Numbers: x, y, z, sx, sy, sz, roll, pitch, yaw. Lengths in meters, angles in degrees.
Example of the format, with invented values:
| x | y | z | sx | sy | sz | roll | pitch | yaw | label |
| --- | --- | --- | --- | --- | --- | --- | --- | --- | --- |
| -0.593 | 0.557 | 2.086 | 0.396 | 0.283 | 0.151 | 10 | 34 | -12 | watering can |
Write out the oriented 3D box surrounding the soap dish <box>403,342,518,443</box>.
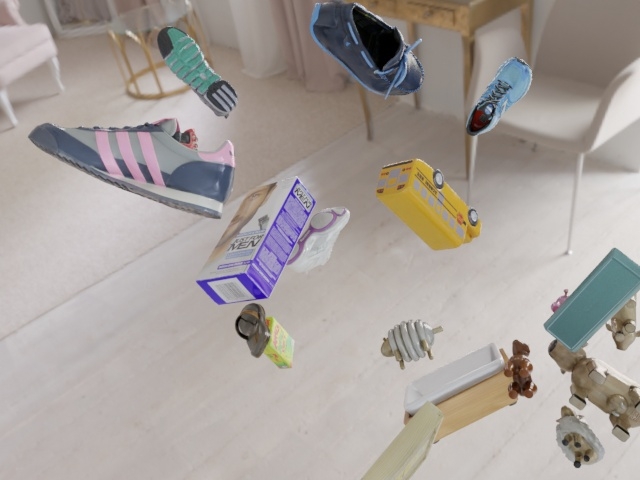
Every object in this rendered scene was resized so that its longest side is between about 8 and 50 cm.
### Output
| x | y | z | sx | sy | sz | roll | pitch | yaw | label |
| --- | --- | --- | --- | --- | --- | --- | --- | --- | --- |
| 0.353 | 0.381 | 1.540 | 0.290 | 0.118 | 0.229 | -30 | -3 | 10 | soap dish |

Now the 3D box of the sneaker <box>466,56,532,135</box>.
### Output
| x | y | z | sx | sy | sz | roll | pitch | yaw | label |
| --- | --- | --- | --- | --- | --- | --- | --- | --- | --- |
| 0.307 | -0.241 | 1.068 | 0.063 | 0.162 | 0.073 | 36 | 44 | 10 | sneaker |

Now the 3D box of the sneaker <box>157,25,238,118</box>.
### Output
| x | y | z | sx | sy | sz | roll | pitch | yaw | label |
| --- | --- | --- | --- | --- | --- | --- | --- | --- | --- |
| -0.277 | -0.357 | 1.340 | 0.083 | 0.224 | 0.098 | -42 | 6 | -18 | sneaker |

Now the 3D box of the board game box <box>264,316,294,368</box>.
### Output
| x | y | z | sx | sy | sz | roll | pitch | yaw | label |
| --- | --- | --- | --- | --- | --- | --- | --- | --- | --- |
| -0.133 | 0.311 | 1.850 | 0.043 | 0.181 | 0.092 | -6 | 56 | 18 | board game box |

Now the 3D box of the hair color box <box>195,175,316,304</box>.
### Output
| x | y | z | sx | sy | sz | roll | pitch | yaw | label |
| --- | --- | --- | --- | --- | --- | --- | --- | --- | --- |
| -0.161 | -0.002 | 1.585 | 0.185 | 0.110 | 0.339 | -11 | 39 | 37 | hair color box |

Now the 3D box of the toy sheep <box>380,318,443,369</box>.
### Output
| x | y | z | sx | sy | sz | roll | pitch | yaw | label |
| --- | --- | --- | --- | --- | --- | --- | --- | --- | --- |
| 0.180 | 0.198 | 1.207 | 0.132 | 0.091 | 0.091 | -19 | 37 | 9 | toy sheep |

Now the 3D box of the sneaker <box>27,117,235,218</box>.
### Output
| x | y | z | sx | sy | sz | roll | pitch | yaw | label |
| --- | --- | --- | --- | --- | --- | --- | --- | --- | --- |
| -0.284 | -0.141 | 0.957 | 0.318 | 0.112 | 0.131 | 20 | 84 | -3 | sneaker |

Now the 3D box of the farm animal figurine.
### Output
| x | y | z | sx | sy | sz | roll | pitch | yaw | label |
| --- | --- | --- | --- | --- | --- | --- | --- | --- | --- |
| 0.562 | 0.253 | 1.258 | 0.330 | 0.327 | 0.172 | -42 | -11 | 25 | farm animal figurine |

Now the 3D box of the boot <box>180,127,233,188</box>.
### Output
| x | y | z | sx | sy | sz | roll | pitch | yaw | label |
| --- | --- | --- | --- | --- | --- | --- | --- | --- | --- |
| -0.373 | -0.249 | 1.913 | 0.244 | 0.176 | 0.088 | 19 | -2 | -15 | boot |

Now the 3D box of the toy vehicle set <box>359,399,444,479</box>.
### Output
| x | y | z | sx | sy | sz | roll | pitch | yaw | label |
| --- | --- | --- | --- | --- | --- | --- | --- | --- | --- |
| 0.131 | 0.384 | 1.039 | 0.035 | 0.267 | 0.166 | 37 | 66 | 24 | toy vehicle set |

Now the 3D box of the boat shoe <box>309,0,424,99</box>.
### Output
| x | y | z | sx | sy | sz | roll | pitch | yaw | label |
| --- | --- | --- | --- | --- | --- | --- | --- | --- | --- |
| 0.093 | -0.288 | 0.962 | 0.089 | 0.109 | 0.258 | 7 | -1 | 43 | boat shoe |

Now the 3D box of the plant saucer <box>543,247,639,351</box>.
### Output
| x | y | z | sx | sy | sz | roll | pitch | yaw | label |
| --- | --- | --- | --- | --- | --- | --- | --- | --- | --- |
| 0.417 | 0.098 | 0.942 | 0.067 | 0.192 | 0.018 | 43 | 45 | 20 | plant saucer |

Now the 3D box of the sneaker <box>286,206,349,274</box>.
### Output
| x | y | z | sx | sy | sz | roll | pitch | yaw | label |
| --- | --- | --- | --- | --- | --- | --- | --- | --- | --- |
| 0.000 | 0.000 | 2.266 | 0.305 | 0.152 | 0.114 | -44 | 43 | 7 | sneaker |

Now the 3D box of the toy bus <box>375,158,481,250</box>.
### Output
| x | y | z | sx | sy | sz | roll | pitch | yaw | label |
| --- | --- | --- | --- | --- | --- | --- | --- | --- | --- |
| 0.285 | -0.080 | 1.572 | 0.108 | 0.332 | 0.130 | -9 | 53 | 42 | toy bus |

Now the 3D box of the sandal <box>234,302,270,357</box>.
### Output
| x | y | z | sx | sy | sz | roll | pitch | yaw | label |
| --- | --- | --- | --- | --- | --- | --- | --- | --- | --- |
| -0.169 | 0.203 | 1.434 | 0.060 | 0.090 | 0.219 | 23 | 12 | -20 | sandal |
